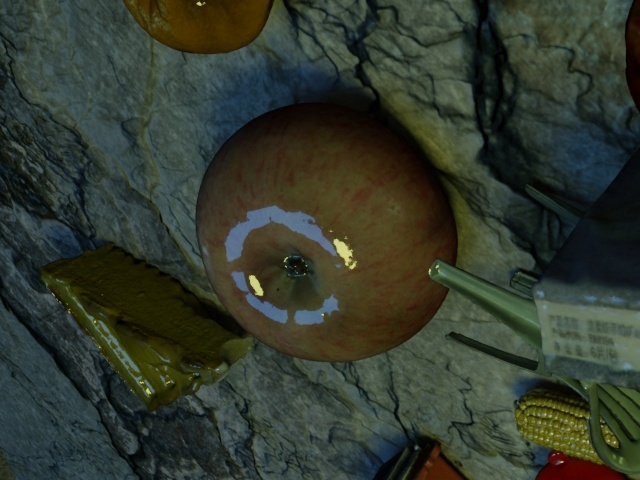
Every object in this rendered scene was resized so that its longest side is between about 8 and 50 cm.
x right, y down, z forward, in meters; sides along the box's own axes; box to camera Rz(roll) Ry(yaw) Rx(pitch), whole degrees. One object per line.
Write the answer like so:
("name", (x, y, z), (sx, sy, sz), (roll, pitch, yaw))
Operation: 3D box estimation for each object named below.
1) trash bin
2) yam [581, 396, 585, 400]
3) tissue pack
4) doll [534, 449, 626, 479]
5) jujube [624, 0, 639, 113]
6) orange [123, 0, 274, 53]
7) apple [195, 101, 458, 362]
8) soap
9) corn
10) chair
("trash bin", (0.176, 0.454, 1.402), (0.239, 0.184, 0.161), (40, 139, 3))
("yam", (0.382, 0.180, 1.077), (0.127, 0.084, 0.084), (25, 133, 25))
("tissue pack", (0.421, 0.030, 0.770), (0.394, 0.288, 0.124), (8, 125, 39))
("doll", (0.359, 0.372, 1.224), (0.183, 0.085, 0.217), (-36, 92, 23))
("jujube", (0.363, -0.111, 0.689), (0.342, 0.216, 0.216), (-107, 19, -46))
("orange", (-0.139, -0.343, 1.085), (0.249, 0.183, 0.249), (42, 157, 23))
("apple", (0.000, 0.000, 1.144), (0.345, 0.269, 0.344), (23, 131, 28))
("soap", (-0.306, 0.114, 1.587), (0.338, 0.169, 0.304), (52, 140, -4))
("corn", (0.353, 0.244, 1.153), (0.238, 0.080, 0.080), (12, 127, 38))
("chair", (0.287, 0.099, 1.006), (0.275, 0.203, 0.190), (33, 147, 36))
